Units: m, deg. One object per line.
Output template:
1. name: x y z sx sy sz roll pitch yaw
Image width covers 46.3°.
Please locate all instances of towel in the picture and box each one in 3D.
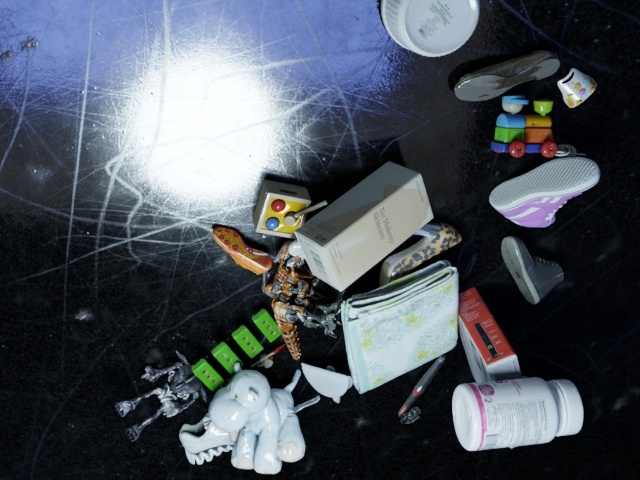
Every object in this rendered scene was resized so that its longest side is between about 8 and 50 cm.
1. towel: 0.220 0.236 1.996 0.320 0.090 0.375 -21 138 -11

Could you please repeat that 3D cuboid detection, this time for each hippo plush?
1. hippo plush: -0.155 0.457 1.966 0.294 0.234 0.237 -39 137 -6

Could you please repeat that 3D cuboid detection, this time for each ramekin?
1. ramekin: 0.243 -0.494 1.607 0.207 0.109 0.207 -6 123 -9

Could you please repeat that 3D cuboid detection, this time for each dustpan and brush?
1. dustpan and brush: 0.031 0.416 2.143 0.147 0.060 0.211 12 134 22

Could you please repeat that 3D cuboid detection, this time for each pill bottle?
1. pill bottle: 0.481 0.420 1.834 0.282 0.160 0.161 -3 122 -10

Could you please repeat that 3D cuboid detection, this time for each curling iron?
1. curling iron: 0.307 0.445 2.246 0.068 0.035 0.274 10 119 -22

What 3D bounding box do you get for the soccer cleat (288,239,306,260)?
1. soccer cleat: 0.000 0.000 1.855 0.196 0.076 0.068 -7 151 -32

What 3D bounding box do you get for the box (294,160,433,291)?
1. box: 0.107 -0.039 1.780 0.311 0.121 0.148 -38 128 -19

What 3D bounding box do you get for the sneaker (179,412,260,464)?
1. sneaker: -0.265 0.539 2.145 0.292 0.110 0.118 -22 114 2

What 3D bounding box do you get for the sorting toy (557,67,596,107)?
1. sorting toy: 0.615 -0.373 1.809 0.075 0.045 0.083 42 106 -10

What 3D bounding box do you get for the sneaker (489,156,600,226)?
1. sneaker: 0.588 -0.113 1.885 0.282 0.102 0.161 -16 139 41

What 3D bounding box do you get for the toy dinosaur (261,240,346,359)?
1. toy dinosaur: -0.048 0.157 1.948 0.218 0.164 0.322 9 136 10

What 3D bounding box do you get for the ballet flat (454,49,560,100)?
1. ballet flat: 0.431 -0.391 1.750 0.249 0.058 0.084 -18 145 6

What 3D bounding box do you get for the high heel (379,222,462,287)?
1. high heel: 0.260 0.072 1.968 0.186 0.093 0.261 8 112 -13

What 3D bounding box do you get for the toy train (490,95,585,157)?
1. toy train: 0.542 -0.279 1.823 0.247 0.105 0.144 -2 105 -17

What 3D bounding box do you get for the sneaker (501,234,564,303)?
1. sneaker: 0.580 0.055 2.051 0.118 0.083 0.222 -35 117 -12

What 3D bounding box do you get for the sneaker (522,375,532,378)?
1. sneaker: 0.610 0.503 2.338 0.097 0.084 0.235 4 122 14

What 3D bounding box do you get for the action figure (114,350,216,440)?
1. action figure: -0.417 0.405 2.004 0.275 0.141 0.164 -31 98 -38

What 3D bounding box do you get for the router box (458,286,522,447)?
1. router box: 0.473 0.347 2.063 0.082 0.301 0.336 -21 124 2

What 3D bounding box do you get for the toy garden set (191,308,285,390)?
1. toy garden set: -0.209 0.311 2.025 0.244 0.049 0.204 -39 136 -8

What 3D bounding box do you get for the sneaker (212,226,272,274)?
1. sneaker: -0.204 0.032 1.865 0.175 0.064 0.067 39 134 -19

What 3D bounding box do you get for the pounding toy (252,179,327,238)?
1. pounding toy: -0.075 -0.073 1.803 0.141 0.100 0.130 10 119 -18
